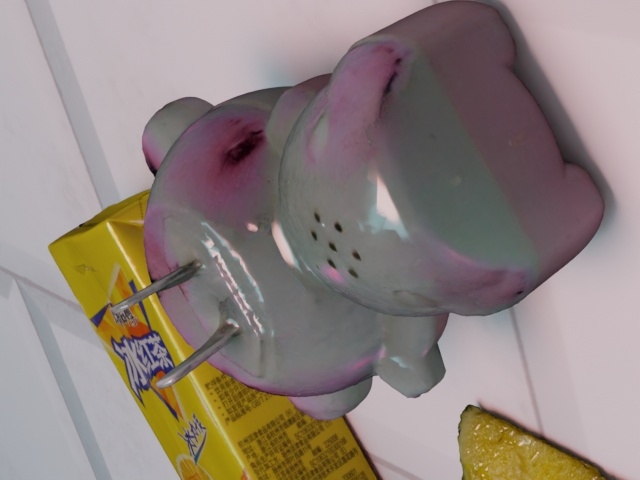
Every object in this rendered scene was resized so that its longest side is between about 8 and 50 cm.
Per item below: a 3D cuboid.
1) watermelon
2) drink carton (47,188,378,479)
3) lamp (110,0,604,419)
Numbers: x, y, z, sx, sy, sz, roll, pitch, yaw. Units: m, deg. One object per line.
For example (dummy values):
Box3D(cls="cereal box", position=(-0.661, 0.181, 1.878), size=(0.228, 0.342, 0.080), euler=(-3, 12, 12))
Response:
Box3D(cls="watermelon", position=(0.172, 0.194, 1.215), size=(0.181, 0.075, 0.092), euler=(23, 93, 45))
Box3D(cls="drink carton", position=(-0.083, 0.120, 1.468), size=(0.351, 0.111, 0.154), euler=(62, 151, -6))
Box3D(cls="lamp", position=(0.000, 0.000, 1.074), size=(0.247, 0.247, 0.301), euler=(57, 145, -7))
